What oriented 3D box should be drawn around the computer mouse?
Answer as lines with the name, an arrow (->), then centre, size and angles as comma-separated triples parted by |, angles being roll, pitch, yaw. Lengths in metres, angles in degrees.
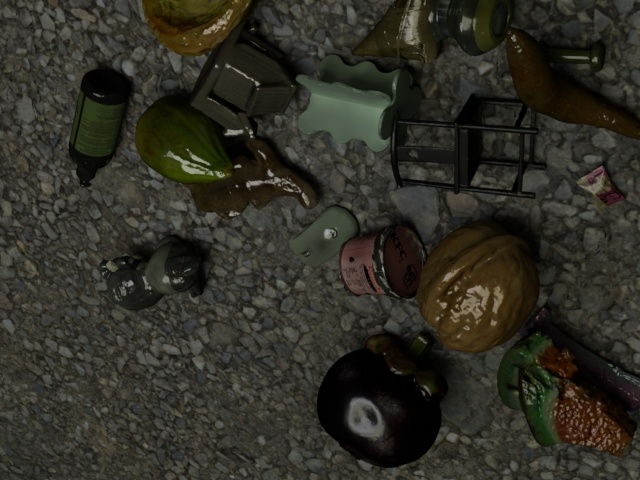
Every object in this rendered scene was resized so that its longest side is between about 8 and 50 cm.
computer mouse -> 0.000, 0.000, 2.066 | 0.089, 0.056, 0.181 | 49, 128, -3

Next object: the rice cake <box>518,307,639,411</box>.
rice cake -> 0.530, 0.242, 1.963 | 0.290, 0.051, 0.081 | 37, 131, 0

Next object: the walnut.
walnut -> 0.306, 0.085, 1.869 | 0.224, 0.257, 0.257 | 56, 137, 33

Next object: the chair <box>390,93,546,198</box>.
chair -> 0.270, -0.172, 1.770 | 0.260, 0.141, 0.155 | 8, 122, 20

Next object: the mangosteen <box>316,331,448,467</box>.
mangosteen -> 0.147, 0.330, 2.105 | 0.275, 0.275, 0.302 | 33, 93, 3

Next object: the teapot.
teapot -> 0.258, -0.398, 1.658 | 0.119, 0.130, 0.166 | 17, 94, 34

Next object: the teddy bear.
teddy bear -> -0.357, 0.074, 2.248 | 0.250, 0.144, 0.171 | -15, 148, 16

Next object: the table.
table -> 0.063, -0.257, 1.818 | 0.198, 0.166, 0.167 | 17, 126, 26

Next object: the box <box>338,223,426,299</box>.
box -> 0.119, 0.049, 1.984 | 0.135, 0.151, 0.151 | -8, 116, 38

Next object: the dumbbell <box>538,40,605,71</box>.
dumbbell -> 0.423, -0.313, 1.663 | 0.117, 0.052, 0.046 | 6, 79, 23

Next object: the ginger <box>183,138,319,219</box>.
ginger -> -0.171, -0.127, 2.052 | 0.332, 0.080, 0.166 | -3, 113, 31

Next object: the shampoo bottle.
shampoo bottle -> -0.491, -0.232, 2.127 | 0.101, 0.101, 0.284 | 29, 128, 7

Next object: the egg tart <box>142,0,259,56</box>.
egg tart -> -0.200, -0.473, 1.786 | 0.294, 0.123, 0.294 | -4, 83, 34

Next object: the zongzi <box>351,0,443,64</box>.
zongzi -> 0.131, -0.401, 1.740 | 0.176, 0.078, 0.160 | 12, 118, 29

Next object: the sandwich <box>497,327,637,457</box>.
sandwich -> 0.478, 0.338, 1.936 | 0.301, 0.162, 0.250 | 30, 153, 15

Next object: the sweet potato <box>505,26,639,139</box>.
sweet potato -> 0.407, -0.248, 1.655 | 0.346, 0.079, 0.108 | 27, 167, -26

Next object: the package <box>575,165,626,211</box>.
package -> 0.509, -0.091, 1.777 | 0.059, 0.029, 0.083 | -31, 114, 29

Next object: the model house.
model house -> -0.149, -0.303, 1.907 | 0.188, 0.122, 0.229 | 36, 133, -5

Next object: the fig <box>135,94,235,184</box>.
fig -> -0.271, -0.188, 2.001 | 0.233, 0.167, 0.167 | 46, 129, 5
